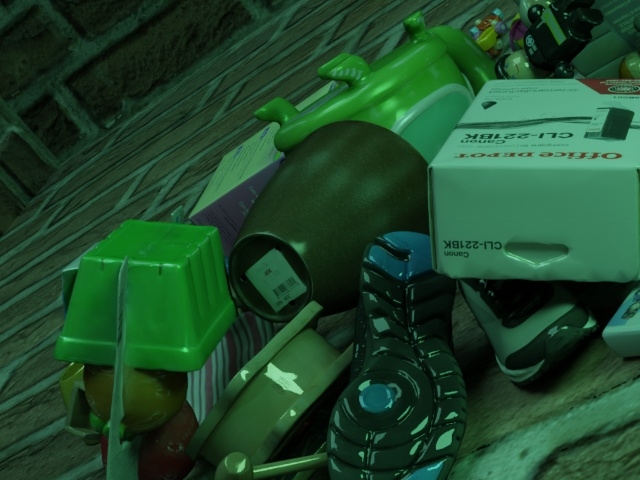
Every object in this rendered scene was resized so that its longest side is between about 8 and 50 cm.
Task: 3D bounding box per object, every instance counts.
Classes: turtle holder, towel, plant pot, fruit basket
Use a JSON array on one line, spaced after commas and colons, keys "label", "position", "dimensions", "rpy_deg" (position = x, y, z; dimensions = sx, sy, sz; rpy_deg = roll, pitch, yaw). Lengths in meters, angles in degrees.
[{"label": "turtle holder", "position": [0.095, -0.144, 2.080], "dimensions": [0.243, 0.227, 0.320], "rpy_deg": [-28, 8, 30]}, {"label": "towel", "position": [-0.116, 0.166, 1.902], "dimensions": [0.197, 0.029, 0.144], "rpy_deg": [-24, 64, 49]}, {"label": "plant pot", "position": [-0.315, 0.210, 2.323], "dimensions": [0.134, 0.095, 0.134], "rpy_deg": [-36, 16, 12]}, {"label": "fruit basket", "position": [-0.198, 0.162, 1.751], "dimensions": [0.327, 0.165, 0.353], "rpy_deg": [-59, -20, -74]}, {"label": "plant pot", "position": [0.000, 0.000, 1.855], "dimensions": [0.215, 0.215, 0.230], "rpy_deg": [-29, 6, 36]}]

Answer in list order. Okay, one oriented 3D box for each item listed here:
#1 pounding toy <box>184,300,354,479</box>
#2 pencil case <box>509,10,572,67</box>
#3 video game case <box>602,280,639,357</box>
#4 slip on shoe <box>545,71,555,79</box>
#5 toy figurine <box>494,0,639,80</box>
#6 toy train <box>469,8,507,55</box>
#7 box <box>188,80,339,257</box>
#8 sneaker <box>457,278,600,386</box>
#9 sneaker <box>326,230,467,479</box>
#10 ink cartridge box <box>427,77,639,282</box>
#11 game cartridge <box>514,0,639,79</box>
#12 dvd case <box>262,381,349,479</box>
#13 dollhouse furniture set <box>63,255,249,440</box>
[{"label": "pounding toy", "position": [-0.031, 0.201, 1.689], "dimensions": [0.269, 0.155, 0.154], "rpy_deg": [-43, -12, -42]}, {"label": "pencil case", "position": [0.343, -0.326, 2.256], "dimensions": [0.104, 0.104, 0.236], "rpy_deg": [-23, 25, 47]}, {"label": "video game case", "position": [0.426, -0.025, 1.371], "dimensions": [0.300, 0.036, 0.329], "rpy_deg": [-49, 19, -27]}, {"label": "slip on shoe", "position": [0.289, -0.211, 2.160], "dimensions": [0.041, 0.051, 0.135], "rpy_deg": [-37, 5, -34]}, {"label": "toy figurine", "position": [0.314, -0.212, 1.815], "dimensions": [0.148, 0.209, 0.213], "rpy_deg": [-48, 14, 41]}, {"label": "toy train", "position": [0.234, -0.289, 2.497], "dimensions": [0.166, 0.046, 0.125], "rpy_deg": [-40, 14, -10]}, {"label": "box", "position": [-0.054, -0.100, 2.514], "dimensions": [0.243, 0.117, 0.213], "rpy_deg": [-33, 17, 27]}, {"label": "sneaker", "position": [0.183, 0.057, 1.575], "dimensions": [0.100, 0.108, 0.271], "rpy_deg": [-39, 17, 1]}, {"label": "sneaker", "position": [0.082, 0.153, 1.573], "dimensions": [0.125, 0.139, 0.340], "rpy_deg": [6, 47, 7]}, {"label": "ink cartridge box", "position": [0.229, -0.065, 1.571], "dimensions": [0.197, 0.114, 0.273], "rpy_deg": [1, 23, 18]}, {"label": "game cartridge", "position": [0.402, -0.327, 1.872], "dimensions": [0.355, 0.230, 0.068], "rpy_deg": [-28, 34, 36]}, {"label": "dvd case", "position": [-0.039, 0.231, 1.778], "dimensions": [0.221, 0.018, 0.164], "rpy_deg": [-47, 18, -22]}, {"label": "dollhouse furniture set", "position": [-0.140, 0.155, 2.111], "dimensions": [0.303, 0.198, 0.286], "rpy_deg": [17, 97, 44]}]
